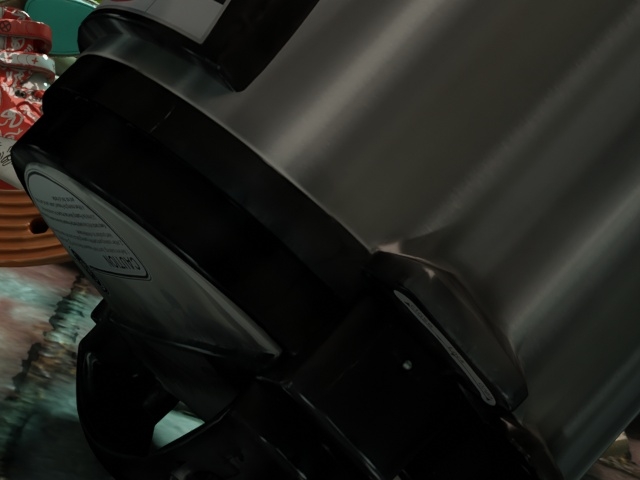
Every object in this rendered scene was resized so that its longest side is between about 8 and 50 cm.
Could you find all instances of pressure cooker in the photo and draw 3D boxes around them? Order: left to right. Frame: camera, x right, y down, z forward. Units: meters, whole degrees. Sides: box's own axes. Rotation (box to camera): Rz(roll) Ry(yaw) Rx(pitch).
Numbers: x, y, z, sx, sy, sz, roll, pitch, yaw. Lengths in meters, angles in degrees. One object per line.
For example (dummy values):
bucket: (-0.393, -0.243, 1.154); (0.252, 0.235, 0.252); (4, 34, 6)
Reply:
pressure cooker: (0.039, -0.017, 1.099); (0.375, 0.420, 0.370); (38, -13, 25)

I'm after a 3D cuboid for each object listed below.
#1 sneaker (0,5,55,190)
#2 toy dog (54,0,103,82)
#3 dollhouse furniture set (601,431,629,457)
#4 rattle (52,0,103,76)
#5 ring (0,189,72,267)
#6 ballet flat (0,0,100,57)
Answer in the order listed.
sneaker: (-0.217, -0.092, 1.515); (0.270, 0.145, 0.090); (23, -8, 11)
toy dog: (-0.068, -0.123, 1.693); (0.334, 0.161, 0.220); (37, 33, 7)
dollhouse furniture set: (0.282, 0.079, 1.469); (0.259, 0.262, 0.135); (-12, 15, -2)
rattle: (-0.214, -0.168, 2.118); (0.130, 0.143, 0.200); (-33, 65, -34)
ring: (-0.203, -0.124, 1.445); (0.336, 0.336, 0.032); (27, -23, 22)
ballet flat: (-0.315, -0.223, 2.028); (0.206, 0.073, 0.067); (-1, 14, -29)
